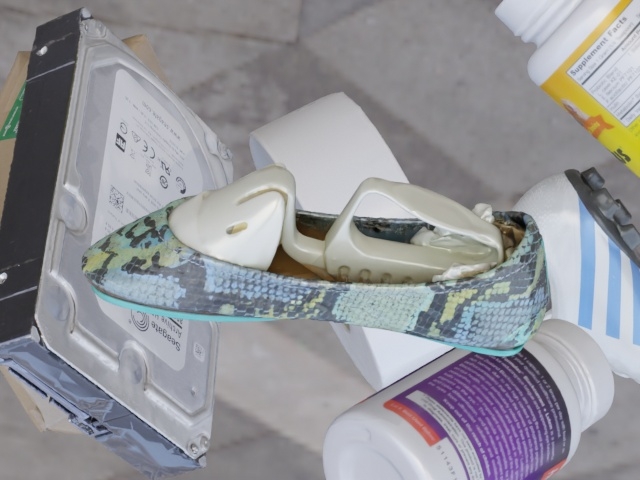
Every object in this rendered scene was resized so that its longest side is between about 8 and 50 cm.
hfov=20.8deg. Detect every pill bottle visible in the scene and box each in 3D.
[{"bbox_3d":[0.104,0.124,1.156,0.193,0.108,0.108,-26,170,-36],"label":"pill bottle"},{"bbox_3d":[0.228,-0.118,1.215,0.215,0.117,0.117,43,145,1],"label":"pill bottle"}]

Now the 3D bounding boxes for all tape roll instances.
[{"bbox_3d":[0.036,0.001,1.694,0.100,0.286,0.286,-27,148,-6],"label":"tape roll"}]

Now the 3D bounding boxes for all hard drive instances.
[{"bbox_3d":[-0.167,0.001,1.466,0.064,0.339,0.237,-17,139,27],"label":"hard drive"}]

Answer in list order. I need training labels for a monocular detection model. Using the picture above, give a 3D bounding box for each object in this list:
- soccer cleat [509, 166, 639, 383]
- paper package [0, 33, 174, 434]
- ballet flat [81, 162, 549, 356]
[{"bbox_3d":[0.288,0.078,1.688,0.143,0.116,0.331,-35,108,14],"label":"soccer cleat"},{"bbox_3d":[-0.247,-0.007,1.882,0.168,0.325,0.309,-4,134,20],"label":"paper package"},{"bbox_3d":[0.000,0.000,0.697,0.188,0.070,0.070,6,150,-5],"label":"ballet flat"}]
